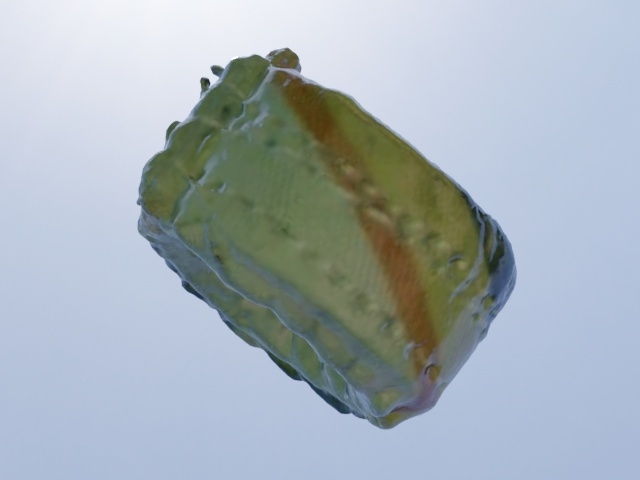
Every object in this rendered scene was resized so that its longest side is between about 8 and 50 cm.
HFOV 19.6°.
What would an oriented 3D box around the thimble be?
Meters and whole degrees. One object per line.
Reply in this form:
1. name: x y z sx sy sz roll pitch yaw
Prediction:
1. thimble: 0.000 0.000 1.359 0.167 0.254 0.288 -51 -60 -11
